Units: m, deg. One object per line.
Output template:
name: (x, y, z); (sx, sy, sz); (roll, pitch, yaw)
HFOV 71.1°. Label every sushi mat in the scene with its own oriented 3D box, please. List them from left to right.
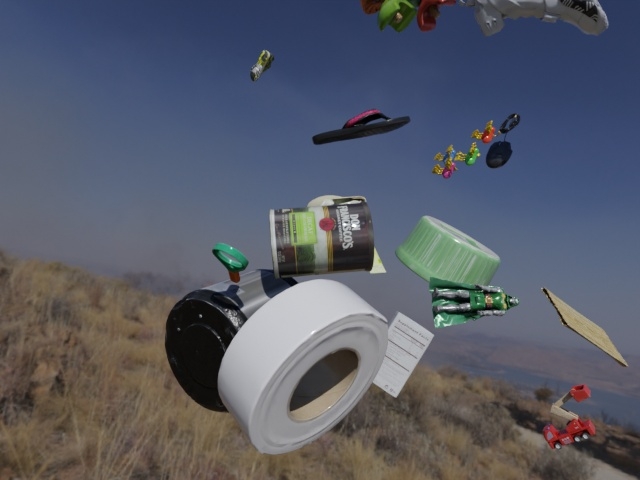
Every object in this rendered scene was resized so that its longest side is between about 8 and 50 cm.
sushi mat: (0.783, 0.258, 1.329); (0.316, 0.151, 0.019); (31, -58, -22)

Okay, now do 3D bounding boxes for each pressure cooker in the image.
pressure cooker: (-0.209, 0.282, 1.394); (0.375, 0.370, 0.420); (-45, -13, 31)

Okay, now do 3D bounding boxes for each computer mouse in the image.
computer mouse: (0.585, -0.326, 1.431); (0.071, 0.242, 0.041); (3, -35, 43)

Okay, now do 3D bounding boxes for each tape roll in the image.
tape roll: (-0.020, 0.207, 0.739); (0.286, 0.286, 0.100); (17, 15, -48)

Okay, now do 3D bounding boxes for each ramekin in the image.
ramekin: (0.398, 0.049, 1.382); (0.303, 0.148, 0.303); (26, 15, -7)

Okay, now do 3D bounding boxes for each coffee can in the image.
coffee can: (0.000, 0.000, 1.278); (0.275, 0.202, 0.201); (-5, -6, -3)

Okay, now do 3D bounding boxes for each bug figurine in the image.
bug figurine: (0.542, -0.329, 1.697); (0.072, 0.216, 0.279); (44, -34, -13)

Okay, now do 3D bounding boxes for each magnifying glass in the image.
magnifying glass: (-0.225, 0.064, 1.144); (0.092, 0.026, 0.231); (26, -24, 4)

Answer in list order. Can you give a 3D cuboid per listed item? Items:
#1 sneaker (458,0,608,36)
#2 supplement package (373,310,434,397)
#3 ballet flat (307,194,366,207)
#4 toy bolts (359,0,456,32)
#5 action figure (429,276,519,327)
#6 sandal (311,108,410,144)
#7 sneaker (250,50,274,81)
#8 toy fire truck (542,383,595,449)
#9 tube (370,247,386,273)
sneaker: (0.550, -0.614, 1.177); (0.365, 0.137, 0.210); (36, -48, -6)
supplement package: (0.192, 0.282, 1.130); (0.105, 0.179, 0.105); (32, -3, 10)
ballet flat: (0.071, -0.143, 1.817); (0.248, 0.086, 0.086); (-9, -4, -9)
toy bolts: (0.215, -0.610, 1.044); (0.228, 0.158, 0.218); (-20, -14, -45)
action figure: (0.412, 0.160, 1.182); (0.232, 0.137, 0.063); (0, -15, -6)
sandal: (0.069, -0.208, 0.800); (0.179, 0.040, 0.067); (-8, 0, 12)
sneaker: (-0.138, -0.417, 1.080); (0.035, 0.031, 0.083); (-11, -27, -50)
toy fire truck: (0.741, 0.530, 1.342); (0.192, 0.135, 0.047); (-40, -15, 29)
tube: (0.224, 0.046, 2.061); (0.070, 0.240, 0.062); (-21, -27, 3)
